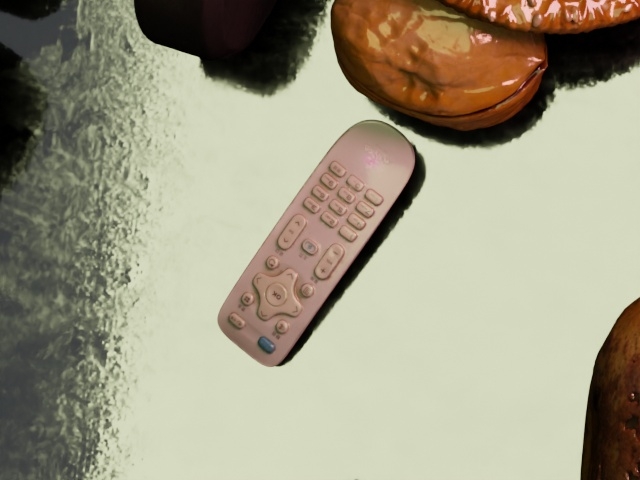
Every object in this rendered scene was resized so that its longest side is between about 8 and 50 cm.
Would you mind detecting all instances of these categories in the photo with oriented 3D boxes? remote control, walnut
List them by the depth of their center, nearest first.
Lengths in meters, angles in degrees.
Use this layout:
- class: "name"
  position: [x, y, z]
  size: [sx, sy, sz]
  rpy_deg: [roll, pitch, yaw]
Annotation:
- class: "walnut"
  position: [0.099, -0.159, 1.400]
  size: [0.180, 0.144, 0.144]
  rpy_deg: [14, 89, 19]
- class: "remote control"
  position: [0.000, 0.000, 1.461]
  size: [0.073, 0.044, 0.229]
  rpy_deg: [37, 101, 13]

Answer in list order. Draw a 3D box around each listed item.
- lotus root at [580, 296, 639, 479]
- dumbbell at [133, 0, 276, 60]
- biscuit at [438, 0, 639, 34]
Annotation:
- class: "lotus root"
  position: [0.295, 0.191, 1.334]
  size: [0.196, 0.179, 0.397]
  rpy_deg: [1, 91, -7]
- class: "dumbbell"
  position: [-0.192, -0.286, 1.429]
  size: [0.322, 0.204, 0.203]
  rpy_deg: [19, 90, 11]
- class: "biscuit"
  position: [0.170, -0.288, 1.377]
  size: [0.305, 0.038, 0.305]
  rpy_deg: [3, 59, -5]
